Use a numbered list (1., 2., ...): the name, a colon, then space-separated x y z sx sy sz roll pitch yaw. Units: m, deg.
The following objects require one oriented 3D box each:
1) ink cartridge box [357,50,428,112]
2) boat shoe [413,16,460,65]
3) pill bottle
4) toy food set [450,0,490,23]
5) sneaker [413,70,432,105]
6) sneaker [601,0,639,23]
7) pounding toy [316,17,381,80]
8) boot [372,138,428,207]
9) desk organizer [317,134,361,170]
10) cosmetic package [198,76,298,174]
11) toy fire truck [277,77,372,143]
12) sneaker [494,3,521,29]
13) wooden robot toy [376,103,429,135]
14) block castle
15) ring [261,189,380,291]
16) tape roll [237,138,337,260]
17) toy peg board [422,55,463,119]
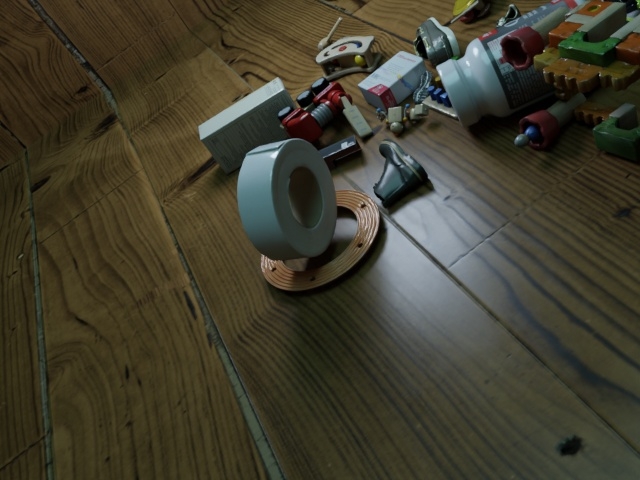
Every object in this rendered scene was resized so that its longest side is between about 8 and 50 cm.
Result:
1. ink cartridge box: 0.222 -0.477 1.970 0.175 0.072 0.127 -39 37 -5
2. boat shoe: 0.326 -0.588 1.951 0.091 0.109 0.305 -24 26 4
3. pill bottle: 0.485 -0.430 1.608 0.363 0.210 0.210 -24 39 14
4. toy food set: 0.488 -0.746 2.075 0.128 0.071 0.217 -33 27 44
5. sneaker: 0.301 -0.435 1.901 0.040 0.043 0.109 20 76 19
6. sneaker: 0.792 -0.641 1.698 0.084 0.097 0.234 -25 38 13
7. pounding toy: 0.063 -0.639 2.196 0.270 0.154 0.154 17 56 46
8. boot: 0.169 -0.176 1.692 0.137 0.077 0.198 -41 36 1
9. desk organizer: 0.050 -0.244 1.866 0.130 0.050 0.047 -22 39 16
10. cosmetic package: -0.220 -0.368 2.118 0.310 0.160 0.113 -29 37 6
11. toy fire truck: 0.022 -0.361 1.960 0.217 0.158 0.246 -42 27 -9
12. sneaker: 0.516 -0.598 1.880 0.066 0.071 0.188 10 55 43
13. wooden robot toy: 0.227 -0.331 1.836 0.173 0.076 0.078 0 84 37
14. block castle: 0.573 -0.278 1.307 0.213 0.303 0.453 -36 37 -12
15. ring: 0.000 0.000 1.659 0.337 0.032 0.336 -21 40 19
16. tape roll: -0.073 -0.096 1.556 0.100 0.286 0.286 -7 45 32
17. toy peg board: 0.373 -0.428 1.799 0.161 0.079 0.161 -40 37 -7
